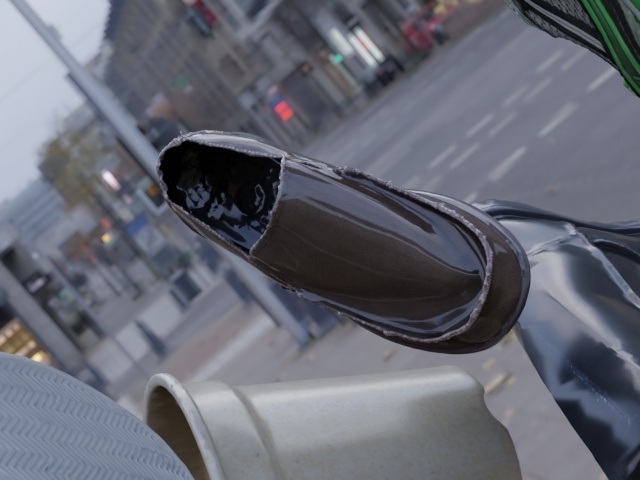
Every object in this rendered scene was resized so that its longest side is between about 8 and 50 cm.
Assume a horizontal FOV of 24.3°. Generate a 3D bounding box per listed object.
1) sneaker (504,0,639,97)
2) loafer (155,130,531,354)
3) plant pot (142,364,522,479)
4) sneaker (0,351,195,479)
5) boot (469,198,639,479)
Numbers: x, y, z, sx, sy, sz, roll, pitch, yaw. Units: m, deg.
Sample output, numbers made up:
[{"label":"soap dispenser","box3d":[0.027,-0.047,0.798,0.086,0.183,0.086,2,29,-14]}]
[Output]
[{"label":"sneaker","box3d":[0.111,-0.190,0.807,0.134,0.343,0.146,-55,12,-31]},{"label":"loafer","box3d":[0.000,0.000,1.249,0.130,0.366,0.134,9,-81,-59]},{"label":"plant pot","box3d":[0.020,0.261,1.439,0.305,0.334,0.334,-11,-5,-18]},{"label":"sneaker","box3d":[-0.193,0.135,0.664,0.169,0.108,0.292,-45,-40,18]},{"label":"boot","box3d":[0.337,0.104,1.287,0.445,0.367,0.146,-131,49,-67]}]
